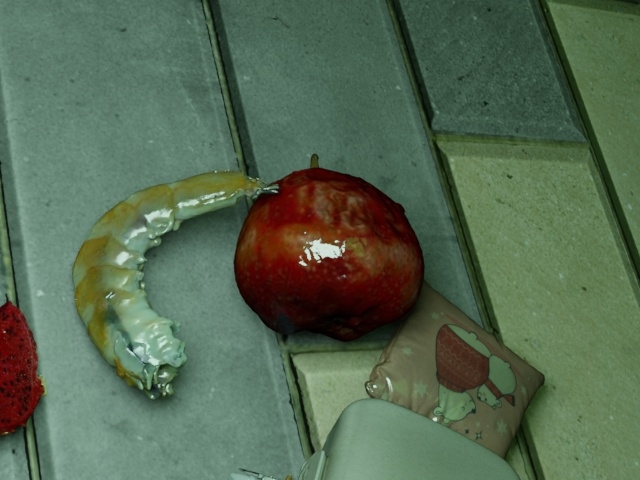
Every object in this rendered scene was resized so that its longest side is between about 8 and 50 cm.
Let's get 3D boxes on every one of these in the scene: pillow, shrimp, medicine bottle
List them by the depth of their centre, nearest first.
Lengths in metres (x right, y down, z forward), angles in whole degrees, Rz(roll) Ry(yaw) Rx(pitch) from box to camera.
[{"bbox_3d":[0.104,0.327,1.227,0.282,0.123,0.375,25,25,-2],"label":"medicine bottle"},{"bbox_3d":[-0.190,0.025,1.313,0.185,0.068,0.287,24,69,15],"label":"shrimp"},{"bbox_3d":[0.175,0.187,1.474,0.236,0.084,0.223,43,49,-7],"label":"pillow"}]

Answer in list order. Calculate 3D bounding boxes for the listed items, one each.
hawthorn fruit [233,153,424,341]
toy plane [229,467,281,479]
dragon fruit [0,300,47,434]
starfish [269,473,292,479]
[{"bbox_3d":[0.000,0.000,1.411,0.230,0.210,0.266,0,47,-16],"label":"hawthorn fruit"},{"bbox_3d":[-0.133,0.375,1.188,0.182,0.107,0.273,0,44,8],"label":"toy plane"},{"bbox_3d":[-0.353,0.155,1.183,0.106,0.083,0.162,52,29,-19],"label":"dragon fruit"},{"bbox_3d":[-0.056,0.339,1.275,0.130,0.041,0.133,-20,75,-36],"label":"starfish"}]
